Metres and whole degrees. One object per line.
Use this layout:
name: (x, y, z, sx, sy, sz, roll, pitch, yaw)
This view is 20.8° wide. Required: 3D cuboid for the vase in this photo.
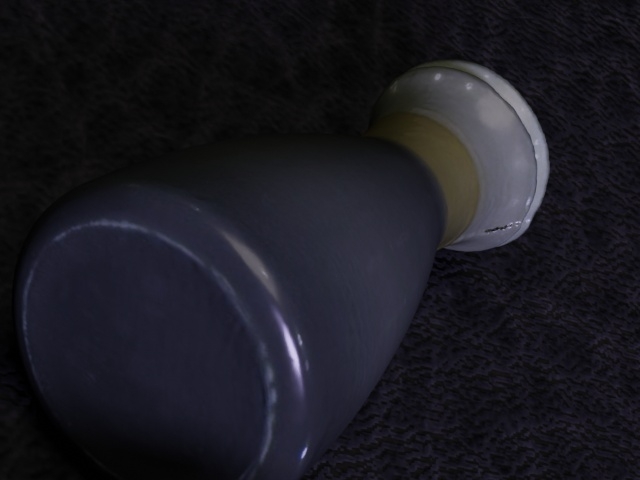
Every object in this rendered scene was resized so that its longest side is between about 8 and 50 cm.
vase: (0.000, 0.000, 0.921, 0.173, 0.173, 0.321, 45, 38, 7)
